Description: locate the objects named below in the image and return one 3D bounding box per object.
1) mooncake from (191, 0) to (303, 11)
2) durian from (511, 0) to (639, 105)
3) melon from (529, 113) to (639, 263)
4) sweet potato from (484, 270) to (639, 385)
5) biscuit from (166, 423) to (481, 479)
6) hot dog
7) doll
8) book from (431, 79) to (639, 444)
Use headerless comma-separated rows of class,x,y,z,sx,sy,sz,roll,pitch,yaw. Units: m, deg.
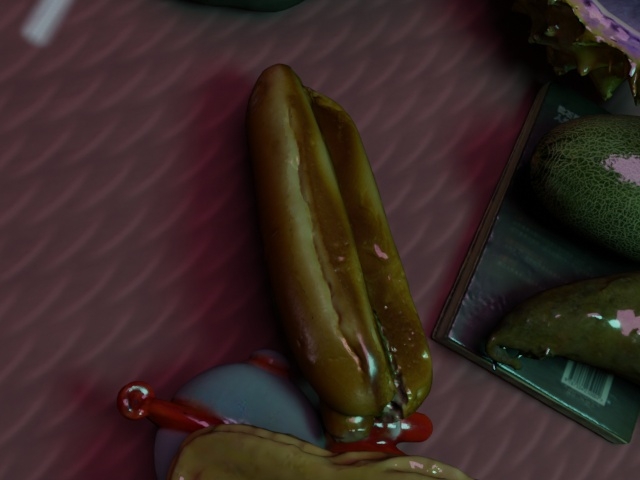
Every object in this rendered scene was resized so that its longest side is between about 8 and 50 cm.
mooncake,-0.054,-0.289,0.654,0.275,0.135,0.275,4,77,-19
durian,0.224,-0.224,0.744,0.191,0.112,0.341,13,62,-5
melon,0.218,-0.035,0.659,0.162,0.099,0.099,19,69,-11
sweet potato,0.315,0.107,0.661,0.422,0.130,0.130,25,68,-11
biscuit,0.004,0.233,0.478,0.376,0.051,0.269,19,90,13
hot dog,0.000,0.000,0.593,0.100,0.068,0.249,27,40,-49
doll,-0.010,0.144,0.572,0.245,0.076,0.142,28,66,-13
book,0.192,0.010,0.704,0.160,0.024,0.228,30,67,-9
